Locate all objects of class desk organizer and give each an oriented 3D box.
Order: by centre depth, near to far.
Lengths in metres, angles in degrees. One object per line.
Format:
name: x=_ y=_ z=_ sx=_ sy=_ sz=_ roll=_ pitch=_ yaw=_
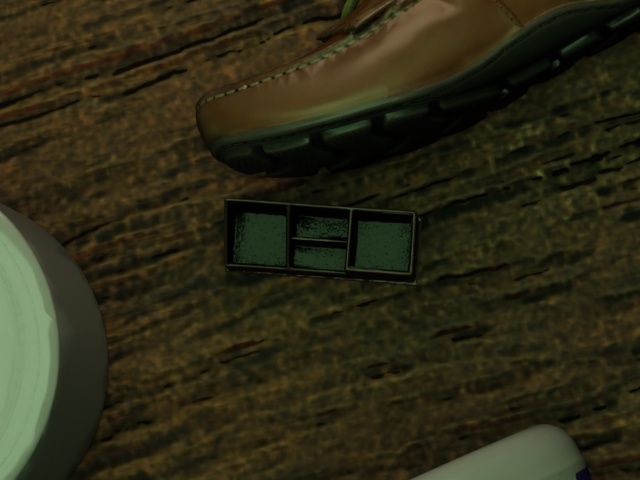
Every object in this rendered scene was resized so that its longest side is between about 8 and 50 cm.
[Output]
desk organizer: x=0.000 y=0.000 z=1.319 sx=0.130 sy=0.050 sz=0.047 roll=4 pitch=84 yaw=5

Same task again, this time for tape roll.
tape roll: x=-0.269 y=0.078 z=1.273 sx=0.246 sy=0.169 sz=0.246 roll=0 pitch=85 yaw=5

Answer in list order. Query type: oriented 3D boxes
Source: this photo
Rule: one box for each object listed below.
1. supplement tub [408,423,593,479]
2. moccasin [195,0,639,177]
supplement tub: x=0.104 y=0.301 z=1.183 sx=0.241 sy=0.241 sz=0.331 roll=-24 pitch=82 yaw=2
moccasin: x=0.090 y=-0.159 z=1.285 sx=0.380 sy=0.139 sz=0.147 roll=-28 pitch=81 yaw=1
